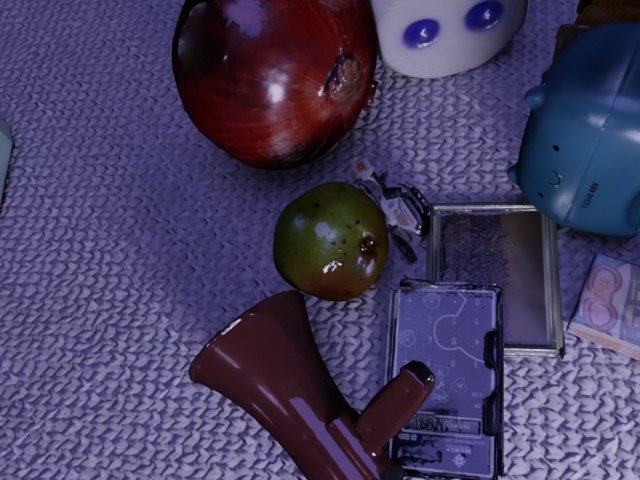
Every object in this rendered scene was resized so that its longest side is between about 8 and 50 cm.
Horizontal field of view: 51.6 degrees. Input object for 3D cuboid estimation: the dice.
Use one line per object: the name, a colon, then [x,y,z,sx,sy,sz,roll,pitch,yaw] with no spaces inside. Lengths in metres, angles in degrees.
dice: [0.194,-0.457,1.123,0.251,0.243,0.259,-14,59,6]

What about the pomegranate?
pomegranate: [0.000,0.000,0.993,0.209,0.180,0.180,15,65,51]

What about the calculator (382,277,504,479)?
calculator: [0.170,0.187,0.915,0.165,0.028,0.274,1,71,14]

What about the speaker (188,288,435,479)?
speaker: [0.022,0.207,0.864,0.329,0.198,0.259,42,100,20]

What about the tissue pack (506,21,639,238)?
tissue pack: [0.379,-0.145,0.893,0.206,0.287,0.198,24,70,17]

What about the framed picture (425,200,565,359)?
framed picture: [0.253,0.049,0.984,0.197,0.014,0.252,0,64,13]

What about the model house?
model house: [0.479,-0.314,0.999,0.219,0.199,0.229,34,74,33]

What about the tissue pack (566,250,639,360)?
tissue pack: [0.427,0.095,0.892,0.155,0.065,0.116,20,69,23]

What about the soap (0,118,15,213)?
soap: [-0.667,-0.138,1.250,0.145,0.091,0.231,-6,64,14]

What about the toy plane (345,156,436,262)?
toy plane: [0.114,-0.063,1.047,0.078,0.053,0.197,-47,63,21]

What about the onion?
onion: [-0.083,-0.293,1.046,0.341,0.341,0.341,-5,63,11]
